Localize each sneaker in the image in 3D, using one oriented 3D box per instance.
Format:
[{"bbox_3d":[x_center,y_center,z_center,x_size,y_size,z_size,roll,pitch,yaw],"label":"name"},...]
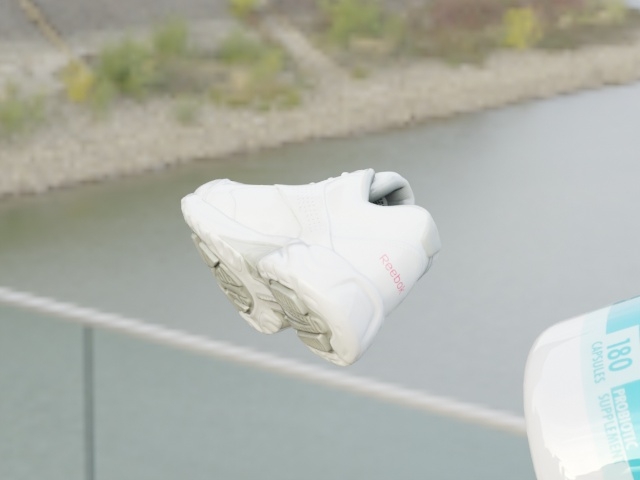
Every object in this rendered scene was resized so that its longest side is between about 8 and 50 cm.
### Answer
[{"bbox_3d":[0.000,0.000,1.100,0.115,0.090,0.232,-36,29,-15],"label":"sneaker"}]

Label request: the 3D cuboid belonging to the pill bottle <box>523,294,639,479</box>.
[{"bbox_3d":[0.232,0.069,0.792,0.264,0.146,0.146,-20,5,21],"label":"pill bottle"}]
